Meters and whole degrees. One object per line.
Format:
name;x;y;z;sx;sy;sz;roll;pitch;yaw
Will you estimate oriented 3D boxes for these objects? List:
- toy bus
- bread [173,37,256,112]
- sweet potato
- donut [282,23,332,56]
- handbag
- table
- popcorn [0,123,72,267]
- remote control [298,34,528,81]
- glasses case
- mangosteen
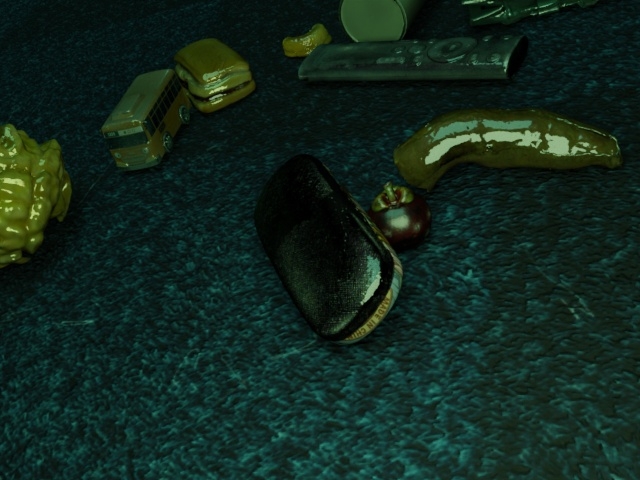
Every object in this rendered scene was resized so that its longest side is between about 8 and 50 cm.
toy bus;-0.295;-0.208;1.422;0.091;0.103;0.182;-7;39;21
bread;-0.201;-0.307;1.535;0.116;0.077;0.200;-23;36;-16
sweet potato;0.236;-0.116;1.070;0.285;0.085;0.112;3;75;14
donut;-0.028;-0.371;1.555;0.083;0.038;0.067;4;46;28
handbag;0.378;-0.487;1.445;0.268;0.100;0.274;-7;38;18
table;0.129;-0.449;1.499;0.126;0.126;0.220;3;42;29
popcorn;-0.496;-0.075;1.295;0.250;0.190;0.250;-22;39;19
remote control;0.143;-0.296;1.369;0.377;0.044;0.107;6;48;33
glasses case;0.000;0.000;1.002;0.122;0.082;0.321;-52;35;14
mangosteen;0.097;-0.027;1.016;0.081;0.081;0.081;-14;37;10
